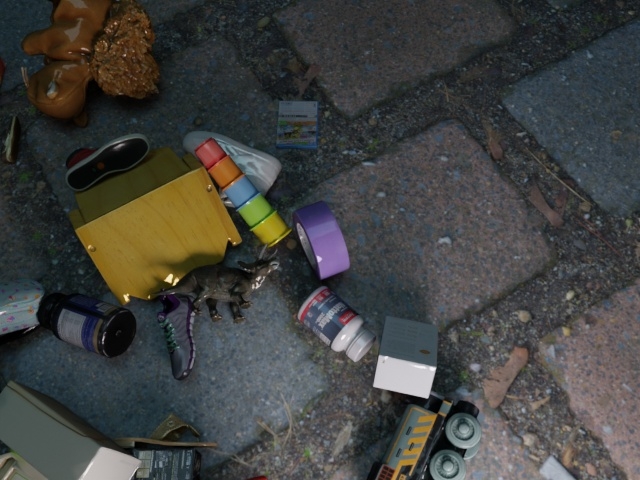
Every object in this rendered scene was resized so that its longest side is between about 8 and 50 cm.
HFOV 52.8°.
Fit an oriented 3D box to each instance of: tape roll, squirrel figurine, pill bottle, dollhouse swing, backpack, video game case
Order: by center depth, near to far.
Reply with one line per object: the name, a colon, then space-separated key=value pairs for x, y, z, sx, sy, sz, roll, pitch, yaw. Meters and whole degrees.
pill bottle: x=-0.569 y=0.197 z=1.562 sx=0.219 sy=0.122 sz=0.122 roll=14 pitch=63 yaw=23
backpack: x=-0.756 y=0.167 z=1.563 sx=0.182 sy=0.115 sz=0.152 roll=-12 pitch=43 yaw=-45
pill bottle: x=0.043 y=0.205 z=1.564 sx=0.180 sy=0.108 sz=0.108 roll=39 pitch=70 yaw=19
tape roll: x=0.000 y=0.000 z=1.625 sx=0.080 sy=0.189 sz=0.189 roll=-22 pitch=64 yaw=-9
dollhouse swing: x=-0.456 y=-0.056 z=1.738 sx=0.347 sy=0.305 sz=0.315 roll=-30 pitch=107 yaw=-14
squirrel figurine: x=-0.674 y=-0.527 z=1.877 sx=0.397 sy=0.281 sz=0.370 roll=7 pitch=69 yaw=7
video game case: x=-0.067 y=-0.343 z=1.904 sx=0.119 sy=0.015 sz=0.166 roll=1 pitch=62 yaw=1

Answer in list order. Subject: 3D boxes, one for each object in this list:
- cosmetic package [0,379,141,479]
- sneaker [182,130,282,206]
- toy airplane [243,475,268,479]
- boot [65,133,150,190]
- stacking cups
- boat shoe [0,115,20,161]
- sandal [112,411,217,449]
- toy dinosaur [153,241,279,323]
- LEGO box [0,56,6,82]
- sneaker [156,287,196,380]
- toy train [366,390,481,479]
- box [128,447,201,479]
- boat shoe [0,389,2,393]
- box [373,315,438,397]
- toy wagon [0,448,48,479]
cosmetic package: x=-0.559 y=0.433 z=1.385 sx=0.310 sy=0.160 sz=0.113 roll=22 pitch=70 yaw=27
sneaker: x=-0.273 y=-0.190 z=1.777 sx=0.293 sy=0.108 sz=0.169 roll=18 pitch=61 yaw=9
toy airplane: x=-0.106 y=0.690 z=1.258 sx=0.386 sy=0.272 sz=0.384 roll=37 pitch=77 yaw=-20
boot: x=-0.596 y=-0.245 z=1.794 sx=0.244 sy=0.088 sz=0.176 roll=-28 pitch=33 yaw=-5
stacking cups: x=-0.203 y=-0.127 z=1.676 sx=0.096 sy=0.096 sz=0.316 roll=-38 pitch=95 yaw=-17
boat shoe: x=-0.907 y=-0.297 z=1.874 sx=0.049 sy=0.056 sz=0.152 roll=-2 pitch=62 yaw=-6
sandal: x=-0.353 y=0.430 z=1.465 sx=0.240 sy=0.088 sz=0.079 roll=-3 pitch=68 yaw=5
toy dinosaur: x=-0.254 y=0.116 z=1.613 sx=0.314 sy=0.121 sz=0.160 roll=-6 pitch=55 yaw=-9
LEGO box: x=-1.176 y=-0.373 z=1.841 sx=0.373 sy=0.193 sz=0.499 roll=0 pitch=62 yaw=2
sneaker: x=-0.360 y=0.226 z=1.556 sx=0.083 sy=0.098 sz=0.223 roll=-31 pitch=49 yaw=31
toy train: x=0.224 y=0.483 z=1.405 sx=0.190 sy=0.142 sz=0.333 roll=20 pitch=64 yaw=22
box: x=-0.345 y=0.551 z=1.407 sx=0.148 sy=0.077 sz=0.180 roll=-2 pitch=62 yaw=1
boat shoe: x=-0.810 y=0.431 z=1.494 sx=0.072 sy=0.068 sz=0.189 roll=7 pitch=52 yaw=19
box: x=0.199 y=0.266 z=1.493 sx=0.130 sy=0.090 sz=0.170 roll=11 pitch=27 yaw=7
toy wagon: x=-0.641 y=0.617 z=1.386 sx=0.345 sy=0.068 sz=0.267 roll=25 pitch=66 yaw=13
